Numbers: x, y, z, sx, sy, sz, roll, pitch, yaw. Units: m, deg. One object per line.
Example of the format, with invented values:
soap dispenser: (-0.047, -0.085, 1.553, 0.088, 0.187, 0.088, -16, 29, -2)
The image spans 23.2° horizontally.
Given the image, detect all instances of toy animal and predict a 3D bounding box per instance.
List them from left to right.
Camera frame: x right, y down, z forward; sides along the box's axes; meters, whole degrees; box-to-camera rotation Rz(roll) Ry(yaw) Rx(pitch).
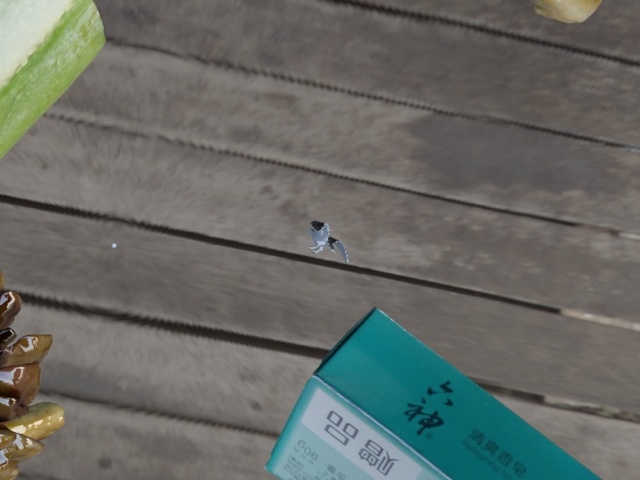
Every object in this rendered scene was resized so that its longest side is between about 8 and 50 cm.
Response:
toy animal: (0.000, 0.000, 1.768, 0.050, 0.084, 0.028, 8, 67, 28)

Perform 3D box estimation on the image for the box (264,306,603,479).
box: (0.091, 0.186, 1.191, 0.245, 0.153, 0.092, 37, 50, 9)

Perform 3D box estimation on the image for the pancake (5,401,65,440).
pancake: (-0.386, 0.231, 1.454, 0.257, 0.212, 0.056, -31, 90, 24)

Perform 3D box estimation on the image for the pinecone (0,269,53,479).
pinecone: (-0.176, 0.035, 0.539, 0.173, 0.173, 0.174, 0, 90, -8)

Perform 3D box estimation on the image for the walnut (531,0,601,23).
walnut: (0.224, -0.326, 1.386, 0.141, 0.204, 0.238, -17, 58, 22)

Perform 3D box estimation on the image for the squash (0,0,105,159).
squash: (-0.404, -0.118, 1.325, 0.263, 0.263, 0.384, 40, 69, -6)
